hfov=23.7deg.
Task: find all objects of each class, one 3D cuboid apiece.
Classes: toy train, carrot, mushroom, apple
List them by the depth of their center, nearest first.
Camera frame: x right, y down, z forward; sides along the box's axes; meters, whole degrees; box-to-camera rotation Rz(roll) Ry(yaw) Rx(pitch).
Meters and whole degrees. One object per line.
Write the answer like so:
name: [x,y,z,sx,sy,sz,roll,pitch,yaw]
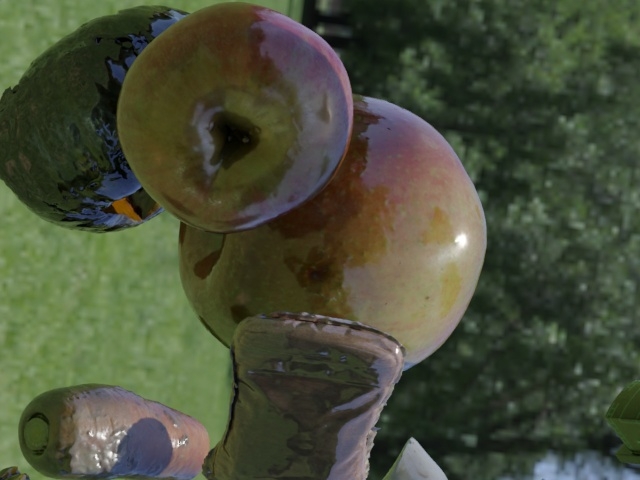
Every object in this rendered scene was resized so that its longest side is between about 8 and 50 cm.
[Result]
apple: [-0.075,-0.107,1.341,0.164,0.210,0.209,-84,-179,-71]
toy train: [0.389,0.206,1.570,0.090,0.137,0.225,-47,-161,-24]
apple: [0.000,0.000,1.611,0.319,0.277,0.319,19,-68,59]
mushroom: [0.148,0.367,2.021,0.093,0.225,0.116,-21,-161,43]
carrot: [-0.274,0.262,2.061,0.302,0.139,0.138,16,80,-59]

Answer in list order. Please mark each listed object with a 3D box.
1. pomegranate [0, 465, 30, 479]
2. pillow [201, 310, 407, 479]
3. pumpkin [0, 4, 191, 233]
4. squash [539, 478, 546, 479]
pomegranate: [-0.379,0.339,1.522,0.241,0.159,0.190,-43,-161,16]
pillow: [-0.013,0.135,1.185,0.034,0.135,0.211,-82,-175,-48]
pumpkin: [-0.229,-0.136,1.785,0.192,0.320,0.320,55,-13,12]
squash: [0.167,0.217,0.816,0.184,0.192,0.085,-21,125,-64]
